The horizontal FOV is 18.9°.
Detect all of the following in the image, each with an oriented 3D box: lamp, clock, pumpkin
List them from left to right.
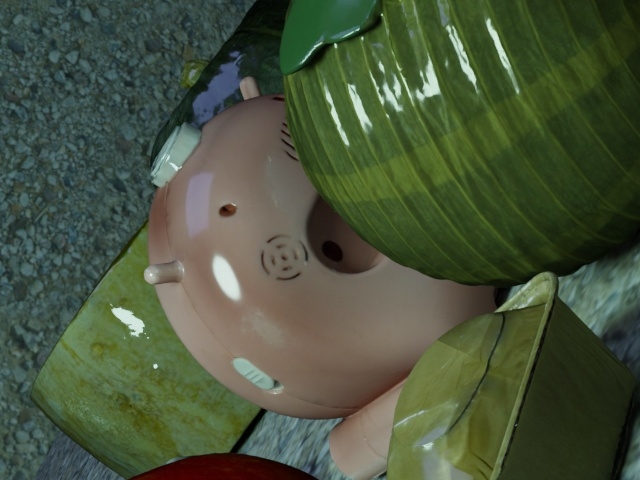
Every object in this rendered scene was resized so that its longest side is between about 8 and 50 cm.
[{"bbox_3d":[-0.141,0.081,1.864,0.332,0.199,0.332,-53,13,17],"label":"pumpkin"},{"bbox_3d":[-0.059,-0.136,2.078,0.300,0.207,0.300,-51,3,4],"label":"pumpkin"},{"bbox_3d":[0.000,0.000,1.271,0.142,0.241,0.227,-43,16,46],"label":"clock"},{"bbox_3d":[0.115,-0.104,1.058,0.284,0.250,0.250,-23,27,29],"label":"lamp"}]

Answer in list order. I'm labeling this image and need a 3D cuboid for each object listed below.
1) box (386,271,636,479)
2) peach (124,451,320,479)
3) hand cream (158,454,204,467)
[{"bbox_3d":[0.084,0.100,0.929,0.111,0.111,0.177,-47,14,49],"label":"box"},{"bbox_3d":[-0.060,0.225,0.965,0.243,0.200,0.243,-170,90,-74],"label":"peach"},{"bbox_3d":[-0.132,0.297,1.440,0.358,0.118,0.185,121,172,-45],"label":"hand cream"}]
